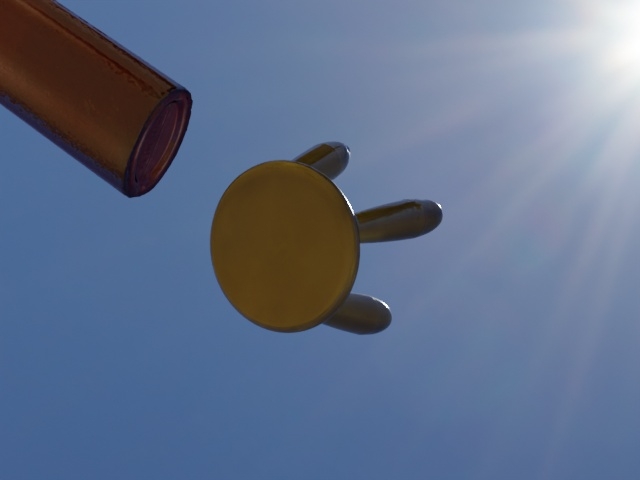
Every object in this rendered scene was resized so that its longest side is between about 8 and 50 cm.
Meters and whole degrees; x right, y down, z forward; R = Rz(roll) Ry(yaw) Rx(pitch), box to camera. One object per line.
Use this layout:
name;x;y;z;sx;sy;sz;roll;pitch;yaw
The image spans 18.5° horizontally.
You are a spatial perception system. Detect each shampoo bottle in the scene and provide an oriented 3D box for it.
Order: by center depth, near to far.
shampoo bottle;-0.222;-0.142;1.596;0.260;0.064;0.102;36;-67;25

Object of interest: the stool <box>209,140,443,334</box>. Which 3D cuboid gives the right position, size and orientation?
stool;0.000;0.000;1.296;0.135;0.110;0.134;-17;-96;32
